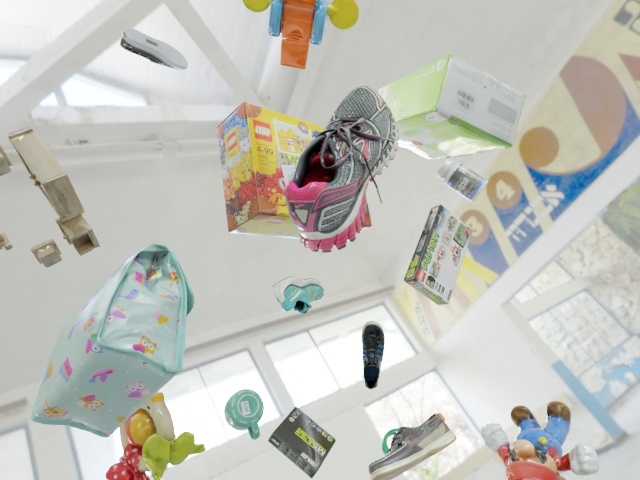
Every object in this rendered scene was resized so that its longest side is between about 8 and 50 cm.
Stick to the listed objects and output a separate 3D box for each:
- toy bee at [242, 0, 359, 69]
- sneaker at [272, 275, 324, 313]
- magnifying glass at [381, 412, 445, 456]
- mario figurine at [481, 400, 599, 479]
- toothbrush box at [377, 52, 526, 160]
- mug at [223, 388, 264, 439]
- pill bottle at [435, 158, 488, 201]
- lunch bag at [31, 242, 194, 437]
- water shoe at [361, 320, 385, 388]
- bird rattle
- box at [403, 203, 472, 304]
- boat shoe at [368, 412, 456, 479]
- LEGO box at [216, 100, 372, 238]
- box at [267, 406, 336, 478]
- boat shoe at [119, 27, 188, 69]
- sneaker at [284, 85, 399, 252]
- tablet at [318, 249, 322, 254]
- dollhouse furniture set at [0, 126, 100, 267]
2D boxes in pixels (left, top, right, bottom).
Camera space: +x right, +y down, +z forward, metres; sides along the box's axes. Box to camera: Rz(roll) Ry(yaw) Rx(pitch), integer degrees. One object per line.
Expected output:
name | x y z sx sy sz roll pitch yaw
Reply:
toy bee | -0.019 -0.418 0.740 0.195 0.298 0.162 10 -92 -26
sneaker | -0.068 0.191 1.455 0.107 0.110 0.275 -28 -18 22
magnifying glass | 0.266 0.544 1.227 0.230 0.092 0.026 -16 -51 -34
mario figurine | 0.449 0.427 0.918 0.320 0.170 0.198 -22 -37 -60
toothbrush box | 0.266 -0.280 0.985 0.206 0.283 0.122 17 -91 -23
mug | -0.249 0.587 1.511 0.129 0.157 0.097 -58 2 -39
pill bottle | 0.420 -0.183 1.309 0.078 0.137 0.078 -49 -14 -17
lunch bag | -0.333 0.150 0.736 0.160 0.262 0.223 34 -66 -31
water shoe | 0.160 0.344 1.313 0.072 0.203 0.080 -1 12 3
bird rattle | -0.385 0.454 0.988 0.253 0.207 0.143 -32 -21 35
box | 0.277 0.032 1.017 0.036 0.114 0.207 -23 36 60
boat shoe | 0.222 0.516 1.104 0.285 0.092 0.103 -8 -38 -34
LEGO box | -0.081 -0.211 1.521 0.500 0.373 0.193 4 -20 -43
box | -0.059 0.686 1.506 0.045 0.190 0.184 -59 -15 17
boat shoe | -0.358 -0.405 0.944 0.142 0.049 0.040 18 -36 -40
sneaker | 0.038 -0.129 0.635 0.120 0.299 0.112 1 -38 24
tablet | 0.000 0.000 1.215 0.006 0.054 0.083 -19 21 24
dollhouse furniture set | -0.655 -0.045 0.808 0.355 0.174 0.303 -33 -30 -27
